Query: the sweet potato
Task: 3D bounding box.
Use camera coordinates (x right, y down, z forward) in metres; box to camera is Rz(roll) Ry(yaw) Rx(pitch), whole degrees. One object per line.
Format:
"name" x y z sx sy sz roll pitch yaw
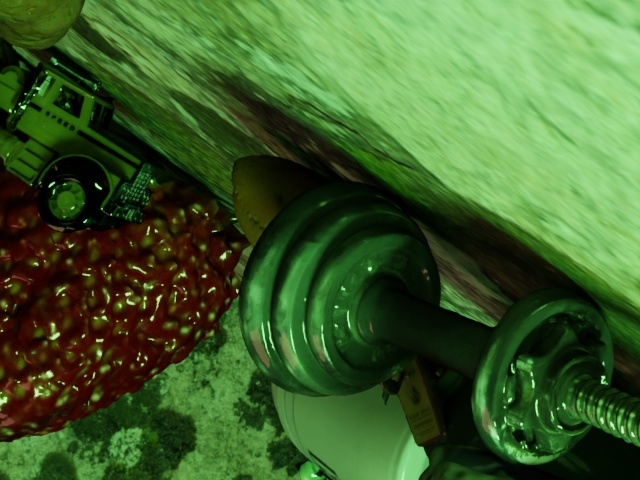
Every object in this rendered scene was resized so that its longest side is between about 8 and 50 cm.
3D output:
"sweet potato" -0.150 -0.128 0.781 0.065 0.051 0.218 33 176 0

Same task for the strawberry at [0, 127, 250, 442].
"strawberry" -0.250 0.057 1.502 0.292 0.343 0.292 42 172 7

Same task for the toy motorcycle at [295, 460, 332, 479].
"toy motorcycle" 0.110 0.215 1.407 0.331 0.125 0.196 18 -137 -61

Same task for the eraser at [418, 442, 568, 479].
"eraser" 0.174 0.216 0.662 0.332 0.155 0.101 21 -178 3

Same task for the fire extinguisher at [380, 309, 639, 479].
"fire extinguisher" 0.145 0.132 0.821 0.311 0.095 0.114 39 147 -11

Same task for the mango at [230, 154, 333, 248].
"mango" 0.000 0.000 0.850 0.127 0.063 0.077 38 -178 -15

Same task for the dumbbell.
"dumbbell" 0.060 0.044 0.684 0.254 0.110 0.110 21 164 50

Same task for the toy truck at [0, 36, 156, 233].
"toy truck" -0.250 -0.105 1.260 0.257 0.127 0.127 36 -179 7

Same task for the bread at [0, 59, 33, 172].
"bread" -0.416 -0.069 1.617 0.242 0.405 0.345 18 151 42

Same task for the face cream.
"face cream" 0.041 0.121 1.182 0.145 0.145 0.370 40 173 -26
